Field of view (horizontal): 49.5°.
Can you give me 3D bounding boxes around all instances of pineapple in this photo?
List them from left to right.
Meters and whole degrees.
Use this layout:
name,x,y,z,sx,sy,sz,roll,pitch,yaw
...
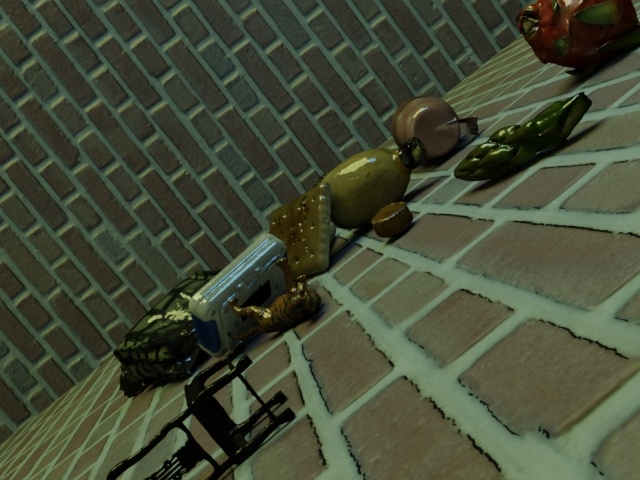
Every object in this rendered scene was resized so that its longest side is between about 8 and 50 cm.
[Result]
name,x,y,z,sx,sy,sz,roll,pitch,yaw
pineapple,-0.501,0.348,1.936,0.237,0.111,0.119,-96,26,-71

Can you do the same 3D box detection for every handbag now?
name,x,y,z,sx,sy,sz,roll,pitch,yaw
handbag,-0.326,0.211,1.749,0.325,0.162,0.327,-47,19,-32

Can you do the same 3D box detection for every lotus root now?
name,x,y,z,sx,sy,sz,roll,pitch,yaw
lotus root,0.128,-0.143,1.664,0.310,0.183,0.183,-33,9,27

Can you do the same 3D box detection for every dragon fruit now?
name,x,y,z,sx,sy,sz,roll,pitch,yaw
dragon fruit,0.547,-0.460,1.467,0.227,0.224,0.224,-30,9,16

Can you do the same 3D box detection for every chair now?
name,x,y,z,sx,sy,sz,roll,pitch,yaw
chair,-0.154,0.245,0.877,0.229,0.106,0.113,-38,8,-9

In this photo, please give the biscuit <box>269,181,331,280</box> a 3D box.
name,x,y,z,sx,sy,sz,roll,pitch,yaw
biscuit,-0.059,-0.007,1.704,0.325,0.044,0.217,158,118,-62

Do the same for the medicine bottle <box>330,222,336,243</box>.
name,x,y,z,sx,sy,sz,roll,pitch,yaw
medicine bottle,0.000,0.000,1.817,0.059,0.059,0.231,-36,7,15

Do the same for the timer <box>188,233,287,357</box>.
name,x,y,z,sx,sy,sz,roll,pitch,yaw
timer,-0.158,0.119,1.470,0.253,0.078,0.178,-43,-32,-31

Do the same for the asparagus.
name,x,y,z,sx,sy,sz,roll,pitch,yaw
asparagus,0.329,-0.157,1.176,0.287,0.080,0.080,-24,15,49

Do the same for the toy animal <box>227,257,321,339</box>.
name,x,y,z,sx,sy,sz,roll,pitch,yaw
toy animal,-0.085,0.139,1.329,0.114,0.116,0.255,13,-39,-40

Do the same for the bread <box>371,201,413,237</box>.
name,x,y,z,sx,sy,sz,roll,pitch,yaw
bread,0.145,-0.036,1.379,0.085,0.053,0.085,-27,18,9

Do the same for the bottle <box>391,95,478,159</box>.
name,x,y,z,sx,sy,sz,roll,pitch,yaw
bottle,0.303,-0.306,1.872,0.206,0.173,0.297,-4,9,2
